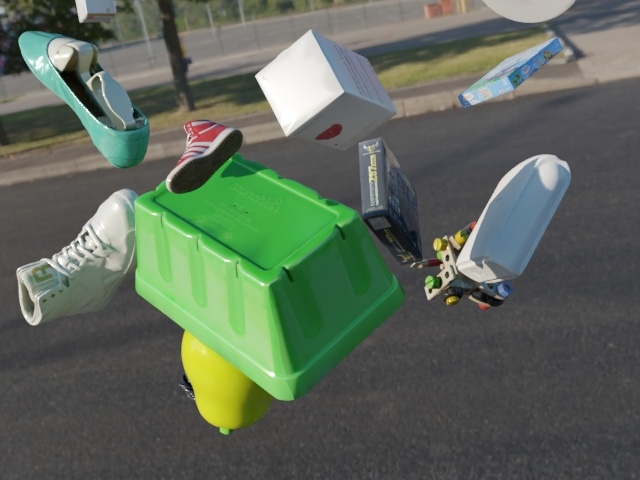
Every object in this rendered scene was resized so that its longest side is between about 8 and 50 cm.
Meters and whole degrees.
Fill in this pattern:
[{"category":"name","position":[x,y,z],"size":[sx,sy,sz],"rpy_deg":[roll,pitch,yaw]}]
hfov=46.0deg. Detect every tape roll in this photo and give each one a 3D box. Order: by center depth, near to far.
[{"category":"tape roll","position":[0.404,-0.533,1.452],"size":[0.219,0.219,0.072],"rpy_deg":[2,49,37]}]

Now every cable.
[{"category":"cable","position":[-0.252,0.335,1.814],"size":[0.184,0.047,0.151],"rpy_deg":[4,42,-27]}]

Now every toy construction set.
[{"category":"toy construction set","position":[0.355,0.073,2.089],"size":[0.237,0.258,0.308],"rpy_deg":[-4,-4,-27]}]

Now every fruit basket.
[{"category":"fruit basket","position":[-0.091,0.098,1.102],"size":[0.283,0.392,0.392],"rpy_deg":[-38,29,-28]}]

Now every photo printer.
[{"category":"photo printer","position":[0.453,-0.056,1.758],"size":[0.308,0.107,0.256],"rpy_deg":[-59,3,-9]}]

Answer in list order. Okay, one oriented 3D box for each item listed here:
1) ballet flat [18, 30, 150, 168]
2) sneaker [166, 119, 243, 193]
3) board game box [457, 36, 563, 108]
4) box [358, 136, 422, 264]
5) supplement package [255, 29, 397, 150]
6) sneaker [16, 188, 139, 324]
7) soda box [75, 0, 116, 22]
[{"category":"ballet flat","position":[-0.305,-0.209,0.999],"size":[0.083,0.247,0.087],"rpy_deg":[-30,-13,-46]},{"category":"sneaker","position":[-0.156,-0.105,0.917],"size":[0.067,0.042,0.118],"rpy_deg":[27,56,31]},{"category":"board game box","position":[0.440,-0.388,1.747],"size":[0.211,0.039,0.160],"rpy_deg":[-38,14,-31]},{"category":"box","position":[0.148,-0.078,1.577],"size":[0.059,0.233,0.184],"rpy_deg":[-12,61,20]},{"category":"supplement package","position":[0.020,-0.343,1.780],"size":[0.177,0.175,0.293],"rpy_deg":[-34,-16,25]},{"category":"sneaker","position":[-0.408,0.040,1.263],"size":[0.169,0.293,0.108],"rpy_deg":[-16,58,-48]},{"category":"soda box","position":[-0.538,-0.624,1.758],"size":[0.073,0.216,0.069],"rpy_deg":[-11,3,-32]}]
